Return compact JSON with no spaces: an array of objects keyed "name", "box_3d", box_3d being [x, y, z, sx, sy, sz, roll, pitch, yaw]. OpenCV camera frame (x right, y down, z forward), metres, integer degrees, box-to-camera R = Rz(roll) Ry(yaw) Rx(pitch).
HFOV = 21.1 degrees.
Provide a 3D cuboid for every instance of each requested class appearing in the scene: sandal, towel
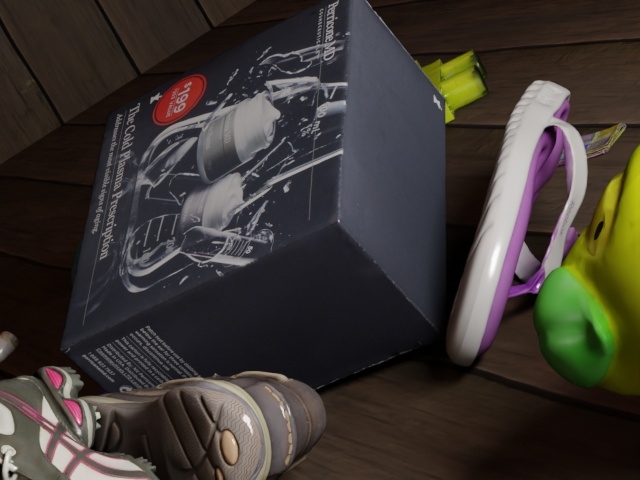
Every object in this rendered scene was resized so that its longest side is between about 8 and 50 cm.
[{"name":"sandal","box_3d":[0.201,-0.032,1.566,0.102,0.169,0.416,16,35,7]},{"name":"towel","box_3d":[0.280,-0.101,1.818,0.083,0.009,0.060,-15,23,40]}]

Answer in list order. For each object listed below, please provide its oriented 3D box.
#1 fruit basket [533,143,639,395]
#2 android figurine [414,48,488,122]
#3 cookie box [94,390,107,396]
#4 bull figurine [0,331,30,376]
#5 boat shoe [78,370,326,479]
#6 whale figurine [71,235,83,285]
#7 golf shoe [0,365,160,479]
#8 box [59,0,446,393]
[{"name":"fruit basket","box_3d":[0.301,-0.039,1.070,0.392,0.283,0.392,-10,23,4]},{"name":"android figurine","box_3d":[0.089,-0.167,2.257,0.273,0.056,0.248,-24,18,14]},{"name":"cookie box","box_3d":[-0.241,0.201,1.741,0.107,0.040,0.092,-33,16,-13]},{"name":"bull figurine","box_3d":[-0.378,0.207,1.778,0.310,0.101,0.188,-27,23,40]},{"name":"boat shoe","box_3d":[-0.120,0.185,1.495,0.130,0.132,0.355,-9,-1,-37]},{"name":"whale figurine","box_3d":[-0.203,0.007,2.074,0.216,0.141,0.272,-23,17,22]},{"name":"golf shoe","box_3d":[-0.210,0.208,1.406,0.120,0.105,0.273,-4,30,-38]},{"name":"box","box_3d":[-0.055,-0.024,1.648,0.312,0.179,0.343,-24,38,24]}]
